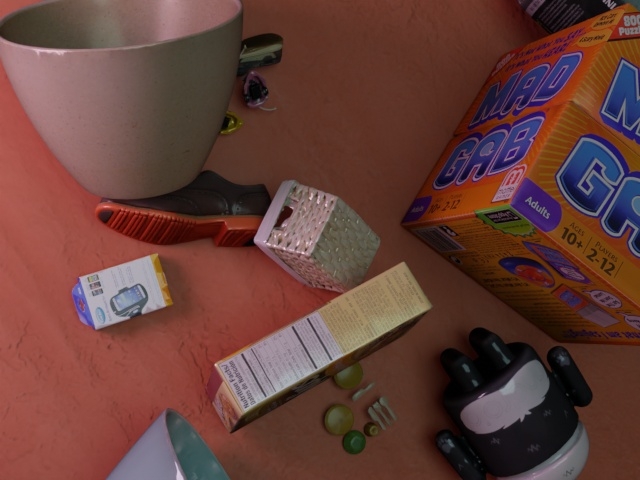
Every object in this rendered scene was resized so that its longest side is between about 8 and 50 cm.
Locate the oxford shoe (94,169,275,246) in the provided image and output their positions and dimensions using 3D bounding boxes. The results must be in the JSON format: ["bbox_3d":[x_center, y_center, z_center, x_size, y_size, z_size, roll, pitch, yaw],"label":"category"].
[{"bbox_3d":[-0.199,-0.051,1.721,0.271,0.097,0.098,6,67,-27],"label":"oxford shoe"}]

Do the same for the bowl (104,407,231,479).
[{"bbox_3d":[-0.198,0.401,1.594,0.163,0.311,0.311,-30,97,0],"label":"bowl"}]

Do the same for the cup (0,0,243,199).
[{"bbox_3d":[-0.259,-0.196,1.605,0.331,0.331,0.237,-15,118,-21],"label":"cup"}]

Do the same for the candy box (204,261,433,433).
[{"bbox_3d":[-0.007,0.158,1.703,0.316,0.183,0.087,-28,79,-17],"label":"candy box"}]

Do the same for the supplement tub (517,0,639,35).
[{"bbox_3d":[0.464,-0.393,1.905,0.338,0.207,0.207,43,73,1],"label":"supplement tub"}]

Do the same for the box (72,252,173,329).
[{"bbox_3d":[-0.291,0.076,1.701,0.136,0.028,0.081,-17,93,-19],"label":"box"}]

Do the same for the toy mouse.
[{"bbox_3d":[-0.132,-0.229,1.750,0.161,0.031,0.143,-5,121,-31],"label":"toy mouse"}]

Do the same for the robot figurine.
[{"bbox_3d":[0.301,0.272,1.838,0.278,0.209,0.173,55,34,-9],"label":"robot figurine"}]

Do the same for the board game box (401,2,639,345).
[{"bbox_3d":[0.415,-0.080,1.802,0.356,0.356,0.356,36,75,-15],"label":"board game box"}]

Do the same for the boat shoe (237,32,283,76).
[{"bbox_3d":[-0.125,-0.272,1.773,0.152,0.056,0.049,-16,125,-15],"label":"boat shoe"}]

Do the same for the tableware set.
[{"bbox_3d":[0.041,0.251,1.818,0.104,0.024,0.154,-39,101,-16],"label":"tableware set"}]

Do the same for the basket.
[{"bbox_3d":[0.000,0.000,1.735,0.167,0.103,0.113,42,70,-51],"label":"basket"}]
